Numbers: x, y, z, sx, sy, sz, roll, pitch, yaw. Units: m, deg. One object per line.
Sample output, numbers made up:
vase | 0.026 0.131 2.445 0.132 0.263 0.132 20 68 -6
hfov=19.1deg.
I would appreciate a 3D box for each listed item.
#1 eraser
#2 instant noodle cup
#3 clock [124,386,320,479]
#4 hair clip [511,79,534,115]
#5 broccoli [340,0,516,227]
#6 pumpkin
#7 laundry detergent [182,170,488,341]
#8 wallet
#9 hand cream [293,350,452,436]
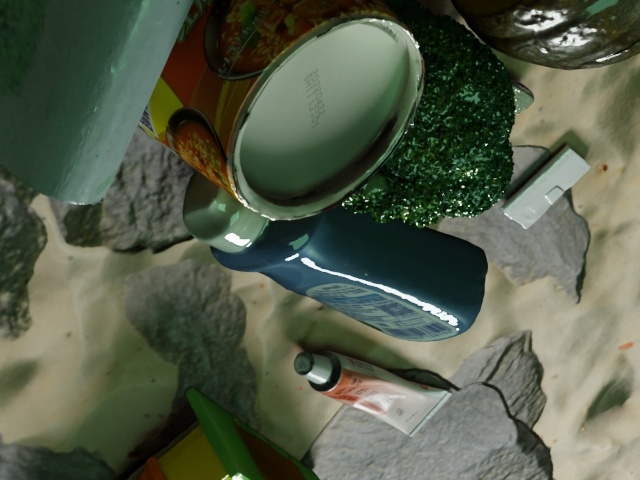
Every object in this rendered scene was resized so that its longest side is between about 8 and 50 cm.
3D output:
eraser | -0.168 -0.160 1.229 0.081 0.174 0.227 -25 147 -55
instant noodle cup | -0.041 -0.127 1.308 0.213 0.174 0.213 -28 141 -25
clock | -0.129 0.288 1.722 0.255 0.106 0.220 -41 138 8
hair clip | 0.123 -0.083 1.596 0.054 0.022 0.137 25 113 -45
broccoli | 0.068 -0.091 1.454 0.195 0.195 0.156 19 136 -42
pumpkin | 0.223 -0.232 1.412 0.131 0.126 0.248 33 90 -34
laundry detergent | 0.000 0.000 1.517 0.290 0.143 0.094 25 77 -42
wallet | 0.200 -0.048 1.688 0.083 0.011 0.044 -45 138 11
hand cream | 0.045 0.140 1.754 0.052 0.038 0.216 -23 150 30
